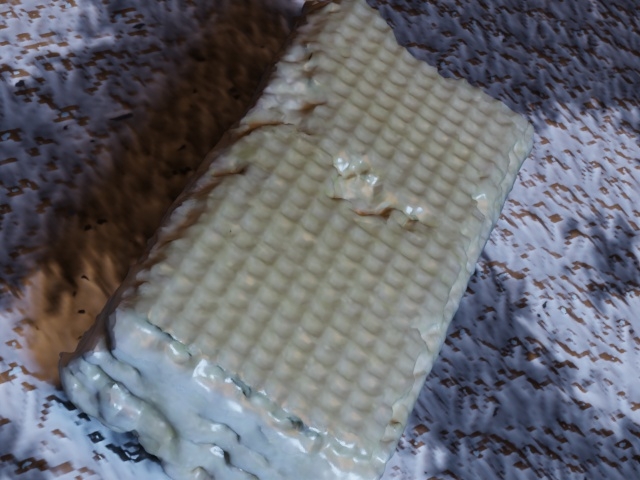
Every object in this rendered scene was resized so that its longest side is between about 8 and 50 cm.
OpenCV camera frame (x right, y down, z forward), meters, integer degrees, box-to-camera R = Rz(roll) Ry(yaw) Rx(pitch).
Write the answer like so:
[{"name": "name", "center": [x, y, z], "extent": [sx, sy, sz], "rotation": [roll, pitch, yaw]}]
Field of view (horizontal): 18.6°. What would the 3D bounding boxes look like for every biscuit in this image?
[{"name": "biscuit", "center": [0.000, 0.000, 0.703], "extent": [0.108, 0.062, 0.239], "rotation": [34, 39, -4]}]
